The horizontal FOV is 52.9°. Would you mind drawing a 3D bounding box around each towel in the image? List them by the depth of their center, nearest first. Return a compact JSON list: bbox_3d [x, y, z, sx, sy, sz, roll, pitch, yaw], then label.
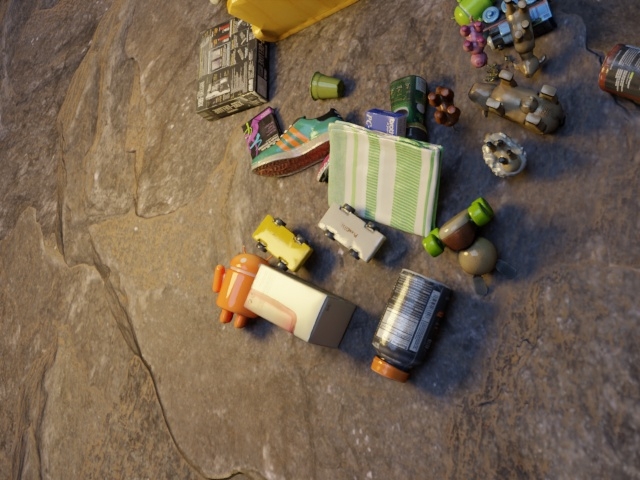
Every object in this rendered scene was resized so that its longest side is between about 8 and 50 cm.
[{"bbox_3d":[0.150,-0.153,1.606,0.324,0.038,0.248,20,122,35],"label":"towel"}]

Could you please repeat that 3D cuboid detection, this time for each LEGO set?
[{"bbox_3d":[0.437,-0.419,1.587,0.083,0.023,0.054,-25,65,10],"label":"LEGO set"}]

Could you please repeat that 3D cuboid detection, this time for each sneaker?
[{"bbox_3d":[0.053,-0.209,1.744,0.170,0.074,0.063,-49,14,34],"label":"sneaker"},{"bbox_3d":[-0.064,-0.275,1.822,0.302,0.108,0.121,-19,65,19],"label":"sneaker"}]

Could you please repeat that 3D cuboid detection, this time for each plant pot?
[{"bbox_3d":[0.023,-0.436,1.832,0.079,0.083,0.083,12,83,23],"label":"plant pot"}]

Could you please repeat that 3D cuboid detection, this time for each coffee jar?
[{"bbox_3d":[0.226,-0.324,1.655,0.096,0.079,0.184,-10,70,40],"label":"coffee jar"}]

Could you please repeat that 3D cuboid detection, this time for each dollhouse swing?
[{"bbox_3d":[-0.091,-0.784,1.868,0.346,0.305,0.315,-17,67,29],"label":"dollhouse swing"}]

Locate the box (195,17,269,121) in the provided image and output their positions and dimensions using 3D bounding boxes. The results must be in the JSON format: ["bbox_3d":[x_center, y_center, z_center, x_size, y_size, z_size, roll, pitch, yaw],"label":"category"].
[{"bbox_3d":[-0.281,-0.560,2.062,0.242,0.076,0.308,-12,69,30],"label":"box"}]

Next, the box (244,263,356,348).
[{"bbox_3d":[-0.054,0.168,1.648,0.232,0.148,0.127,23,89,36],"label":"box"}]

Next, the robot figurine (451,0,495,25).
[{"bbox_3d":[0.391,-0.592,1.637,0.115,0.067,0.101,-41,69,17],"label":"robot figurine"}]

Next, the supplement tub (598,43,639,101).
[{"bbox_3d":[0.694,-0.336,1.338,0.198,0.106,0.106,32,94,35],"label":"supplement tub"}]

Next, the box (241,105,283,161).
[{"bbox_3d":[-0.170,-0.311,1.944,0.116,0.029,0.162,-32,62,21],"label":"box"}]

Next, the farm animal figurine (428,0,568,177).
[{"bbox_3d":[0.432,-0.354,1.486,0.327,0.172,0.330,46,103,19],"label":"farm animal figurine"}]

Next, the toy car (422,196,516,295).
[{"bbox_3d":[0.354,0.025,1.464,0.155,0.149,0.188,-37,88,23],"label":"toy car"}]

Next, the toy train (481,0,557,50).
[{"bbox_3d":[0.476,-0.532,1.559,0.184,0.080,0.105,-20,71,27],"label":"toy train"}]

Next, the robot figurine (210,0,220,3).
[{"bbox_3d":[-0.300,-0.940,2.056,0.200,0.300,0.353,57,147,29],"label":"robot figurine"}]

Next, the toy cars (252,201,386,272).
[{"bbox_3d":[0.000,0.000,1.707,0.393,0.087,0.177,-9,69,27],"label":"toy cars"}]

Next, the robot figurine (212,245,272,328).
[{"bbox_3d":[-0.211,0.130,1.774,0.158,0.128,0.219,16,84,42],"label":"robot figurine"}]

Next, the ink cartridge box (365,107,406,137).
[{"bbox_3d":[0.160,-0.221,1.625,0.097,0.046,0.207,21,122,35],"label":"ink cartridge box"}]

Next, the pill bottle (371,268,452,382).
[{"bbox_3d":[0.201,0.200,1.483,0.130,0.130,0.246,22,88,36],"label":"pill bottle"}]
